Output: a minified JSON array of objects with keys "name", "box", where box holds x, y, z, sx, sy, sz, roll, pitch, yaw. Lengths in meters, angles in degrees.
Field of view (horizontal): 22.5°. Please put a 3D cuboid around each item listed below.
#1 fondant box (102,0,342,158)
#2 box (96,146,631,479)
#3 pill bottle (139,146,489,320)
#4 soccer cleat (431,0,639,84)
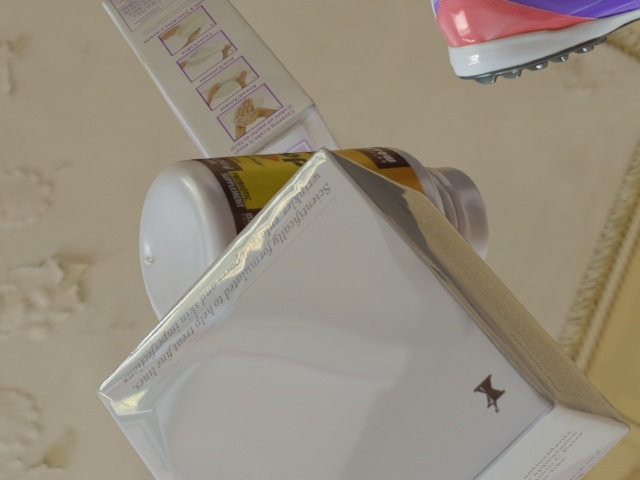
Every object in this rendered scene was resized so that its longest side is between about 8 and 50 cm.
[{"name":"fondant box","box":[-0.050,-0.081,1.383,0.096,0.330,0.238,-35,-51,-2]},{"name":"box","box":[0.020,0.085,0.808,0.181,0.119,0.182,-46,-118,12]},{"name":"pill bottle","box":[0.000,0.000,1.045,0.215,0.117,0.117,-6,-95,-32]},{"name":"soccer cleat","box":[0.233,-0.217,1.169,0.318,0.108,0.116,-19,-77,6]}]
